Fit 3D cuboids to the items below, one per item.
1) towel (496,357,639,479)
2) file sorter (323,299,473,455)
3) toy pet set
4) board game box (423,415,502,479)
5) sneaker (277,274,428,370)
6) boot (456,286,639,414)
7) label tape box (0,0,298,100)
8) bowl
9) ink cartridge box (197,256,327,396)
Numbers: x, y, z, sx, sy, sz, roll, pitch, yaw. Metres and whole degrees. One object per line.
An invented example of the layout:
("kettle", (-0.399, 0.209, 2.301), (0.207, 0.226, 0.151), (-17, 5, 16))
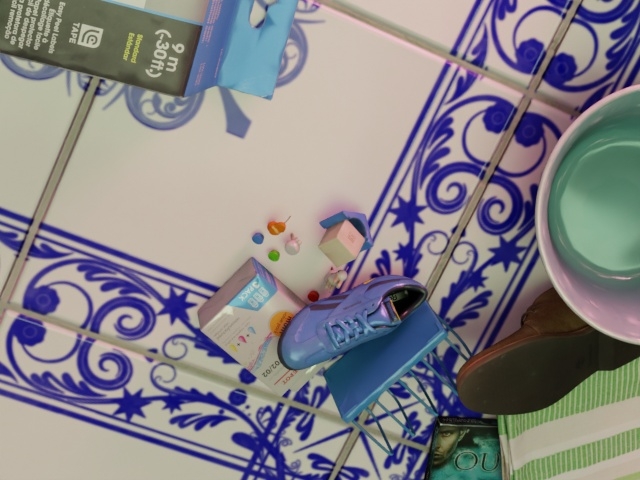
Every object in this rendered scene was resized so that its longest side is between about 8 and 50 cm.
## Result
("towel", (0.355, 0.274, 1.759), (0.247, 0.038, 0.325), (-15, 109, -17))
("file sorter", (0.109, 0.175, 1.661), (0.170, 0.118, 0.104), (-42, 115, 7))
("toy pet set", (0.000, 0.000, 1.617), (0.114, 0.065, 0.122), (-26, 115, 39))
("board game box", (0.240, 0.306, 1.783), (0.186, 0.026, 0.126), (4, 110, -12))
("sneaker", (0.042, 0.098, 1.593), (0.209, 0.082, 0.069), (-26, 102, -29))
("boot", (0.285, 0.130, 1.642), (0.305, 0.115, 0.112), (-18, 129, -25))
("label tape box", (-0.182, -0.300, 1.427), (0.347, 0.115, 0.249), (13, 108, -13))
("bowl", (0.392, -0.035, 1.583), (0.311, 0.163, 0.312), (-1, 94, -7))
("ink cartridge box", (-0.055, 0.122, 1.639), (0.104, 0.061, 0.181), (-45, 112, 8))
